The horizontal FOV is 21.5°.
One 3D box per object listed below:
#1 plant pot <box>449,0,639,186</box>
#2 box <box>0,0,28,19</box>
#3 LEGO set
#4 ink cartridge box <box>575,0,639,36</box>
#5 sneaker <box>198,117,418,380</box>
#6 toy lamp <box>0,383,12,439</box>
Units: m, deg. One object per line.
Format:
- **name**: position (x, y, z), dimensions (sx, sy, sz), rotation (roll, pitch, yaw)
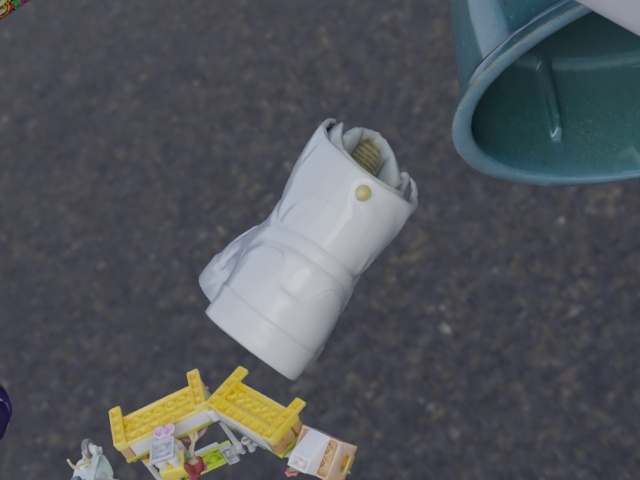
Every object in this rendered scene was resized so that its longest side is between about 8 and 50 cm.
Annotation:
- **plant pot**: position (0.211, -0.253, 1.074), dimensions (0.341, 0.341, 0.334), rotation (-22, 68, 25)
- **box**: position (-0.238, -0.291, 0.993), dimensions (0.279, 0.290, 0.177), rotation (-37, 26, -9)
- **LEGO set**: position (-0.081, 0.195, 1.513), dimensions (0.287, 0.107, 0.132), rotation (-10, 43, 23)
- **ink cartridge box**: position (0.101, -0.292, 0.744), dimensions (0.285, 0.395, 0.166), rotation (-57, -7, -28)
- **sneaker**: position (0.000, 0.000, 1.196), dimensions (0.169, 0.108, 0.292), rotation (-54, 7, 0)
- **toy lamp**: position (-0.130, 0.140, 0.693), dimensions (0.080, 0.080, 0.274), rotation (-37, 63, 0)
